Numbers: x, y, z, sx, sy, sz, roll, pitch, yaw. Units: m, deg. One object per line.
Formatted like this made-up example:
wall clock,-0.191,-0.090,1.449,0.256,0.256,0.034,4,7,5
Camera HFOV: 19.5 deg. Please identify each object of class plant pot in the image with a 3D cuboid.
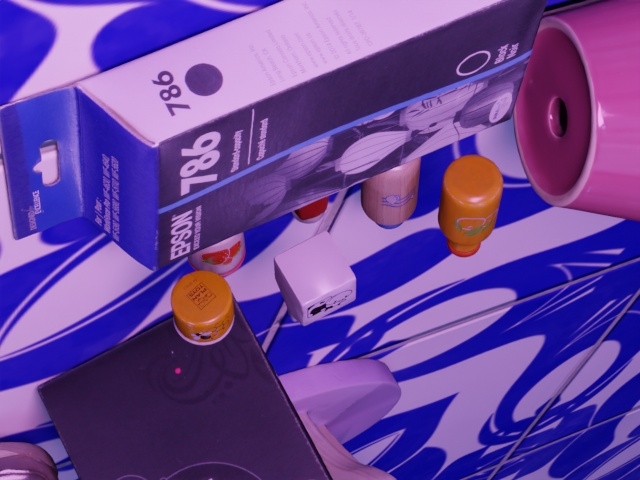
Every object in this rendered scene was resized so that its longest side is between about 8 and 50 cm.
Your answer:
plant pot,0.238,-0.091,1.262,0.180,0.201,0.201,-4,150,-19

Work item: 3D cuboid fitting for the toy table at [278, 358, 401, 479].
toy table,-0.017,0.221,1.641,0.274,0.161,0.252,-18,155,-25

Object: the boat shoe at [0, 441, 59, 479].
boat shoe,-0.343,0.276,1.394,0.355,0.130,0.132,-29,158,-1

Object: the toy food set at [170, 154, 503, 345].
toy food set,0.000,0.000,1.244,0.232,0.111,0.104,-28,158,-12

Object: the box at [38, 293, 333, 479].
box,-0.071,0.202,1.380,0.165,0.270,0.143,-28,158,-5

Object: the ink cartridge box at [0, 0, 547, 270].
ink cartridge box,-0.026,-0.076,1.121,0.333,0.065,0.165,-23,158,-14
